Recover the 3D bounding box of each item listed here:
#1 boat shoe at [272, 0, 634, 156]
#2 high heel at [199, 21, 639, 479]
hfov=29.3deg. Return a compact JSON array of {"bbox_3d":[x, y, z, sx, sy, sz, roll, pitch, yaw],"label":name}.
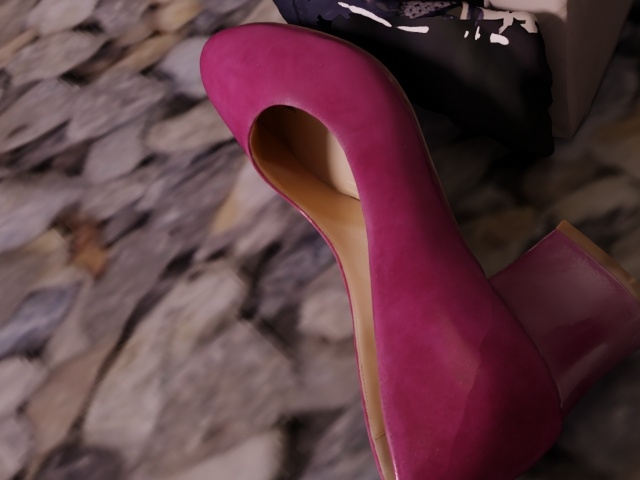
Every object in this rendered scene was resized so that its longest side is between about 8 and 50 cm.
[{"bbox_3d":[0.095,-0.200,0.575,0.158,0.127,0.340,18,59,24],"label":"boat shoe"},{"bbox_3d":[0.000,0.000,0.470,0.117,0.082,0.244,-34,58,-23],"label":"high heel"}]
